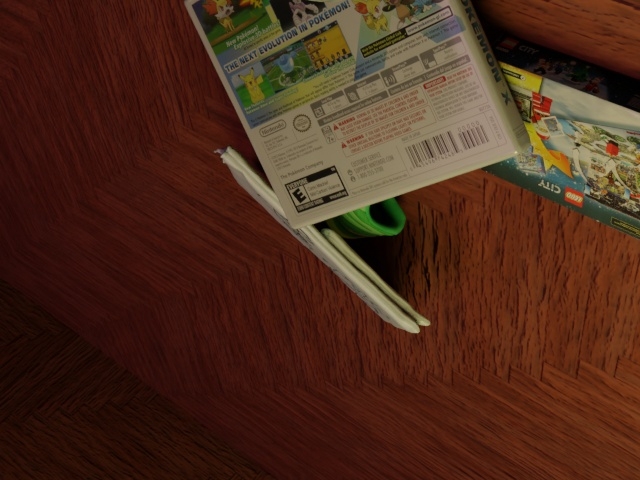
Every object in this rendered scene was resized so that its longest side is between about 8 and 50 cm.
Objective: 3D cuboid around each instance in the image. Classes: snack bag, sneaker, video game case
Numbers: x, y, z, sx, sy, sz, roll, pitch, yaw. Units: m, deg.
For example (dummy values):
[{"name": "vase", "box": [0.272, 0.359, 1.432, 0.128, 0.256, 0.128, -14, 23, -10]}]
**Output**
[{"name": "snack bag", "box": [0.000, 0.000, 1.345, 0.342, 0.037, 0.323, 43, 178, 1]}, {"name": "sneaker", "box": [0.039, -0.119, 1.212, 0.123, 0.109, 0.295, 9, 143, 34]}, {"name": "video game case", "box": [0.026, -0.186, 1.036, 0.329, 0.036, 0.300, -17, 102, 43]}]

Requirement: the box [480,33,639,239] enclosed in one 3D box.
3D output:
[{"name": "box", "box": [0.269, -0.097, 0.968, 0.233, 0.044, 0.159, 28, 148, 30]}]
